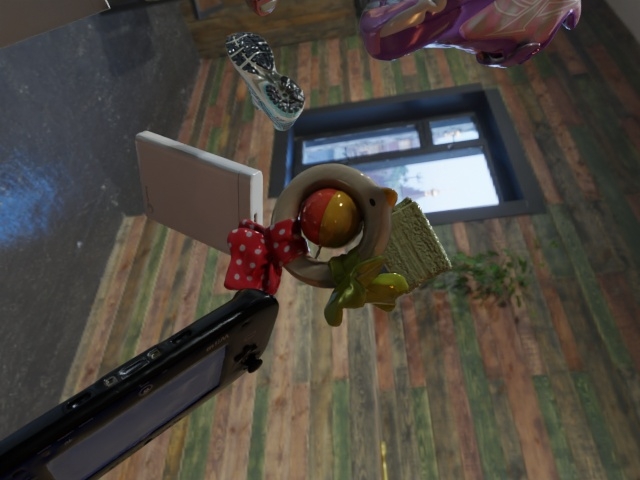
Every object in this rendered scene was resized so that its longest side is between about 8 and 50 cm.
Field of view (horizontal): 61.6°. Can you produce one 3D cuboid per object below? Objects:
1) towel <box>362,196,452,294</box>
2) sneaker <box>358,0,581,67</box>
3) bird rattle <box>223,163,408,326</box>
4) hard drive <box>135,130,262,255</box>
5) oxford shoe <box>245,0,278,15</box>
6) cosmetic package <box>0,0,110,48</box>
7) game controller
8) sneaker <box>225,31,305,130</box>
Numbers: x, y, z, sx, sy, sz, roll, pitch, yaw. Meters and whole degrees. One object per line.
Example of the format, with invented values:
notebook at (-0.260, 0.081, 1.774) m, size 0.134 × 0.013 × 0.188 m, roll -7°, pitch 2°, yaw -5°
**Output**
towel at (0.151, 0.009, 0.936) m, size 0.148 × 0.110 × 0.027 m, roll 58°, pitch 11°, yaw -1°
sneaker at (0.141, -0.187, 0.447) m, size 0.095 × 0.236 × 0.104 m, roll 33°, pitch -33°, yaw 51°
bird rattle at (0.000, 0.000, 0.716) m, size 0.143 × 0.253 × 0.207 m, roll 21°, pitch 90°, yaw -59°
hard drive at (-0.289, -0.103, 1.271) m, size 0.047 × 0.353 × 0.233 m, roll -38°, pitch 141°, yaw -46°
oxford shoe at (-0.138, -0.602, 0.989) m, size 0.123 × 0.130 × 0.348 m, roll -45°, pitch 146°, yaw -44°
cosmetic package at (-0.423, -0.335, 0.718) m, size 0.107 × 0.238 × 0.127 m, roll 48°, pitch -18°, yaw 53°
game controller at (-0.171, 0.157, 0.507) m, size 0.067 × 0.319 × 0.166 m, roll 50°, pitch -35°, yaw 12°
sneaker at (-0.154, -0.390, 1.333) m, size 0.283 × 0.110 × 0.122 m, roll 57°, pitch -27°, yaw 13°
